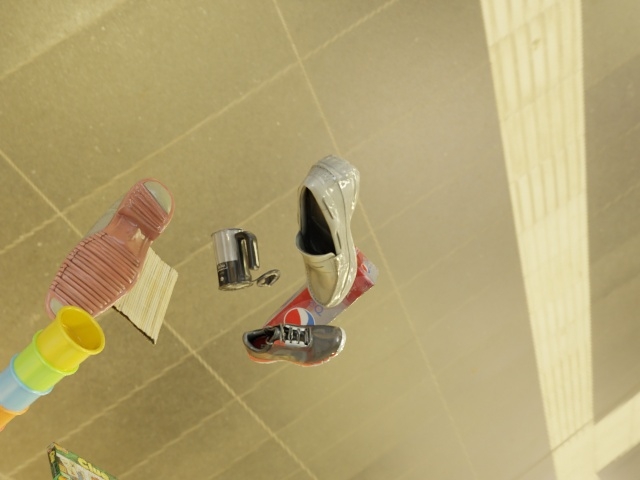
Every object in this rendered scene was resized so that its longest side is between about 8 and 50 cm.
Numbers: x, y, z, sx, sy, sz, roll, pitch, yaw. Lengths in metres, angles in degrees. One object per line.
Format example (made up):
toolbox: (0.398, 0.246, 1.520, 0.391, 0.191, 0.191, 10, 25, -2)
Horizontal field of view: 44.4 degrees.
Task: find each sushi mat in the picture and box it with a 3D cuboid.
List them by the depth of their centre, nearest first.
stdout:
sushi mat: (-0.421, 0.112, 1.889, 0.019, 0.316, 0.151, -37, 112, 18)

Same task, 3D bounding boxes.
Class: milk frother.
milk frother: (-0.176, 0.045, 1.863, 0.129, 0.134, 0.143, -15, 165, 23)

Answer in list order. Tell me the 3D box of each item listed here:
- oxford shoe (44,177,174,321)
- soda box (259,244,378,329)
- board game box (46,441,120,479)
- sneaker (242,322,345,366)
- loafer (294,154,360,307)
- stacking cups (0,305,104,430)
oxford shoe: (-0.451, 0.037, 1.650, 0.147, 0.397, 0.140, -23, 115, 44)
soda box: (-0.004, 0.126, 1.609, 0.263, 0.092, 0.083, -43, -177, 20)
board game box: (-0.558, 0.599, 1.934, 0.030, 0.136, 0.260, -49, 123, -4)
sneaker: (-0.043, 0.149, 1.150, 0.158, 0.061, 0.065, -10, 148, 15)
loafer: (0.000, 0.000, 1.367, 0.111, 0.112, 0.319, -35, 140, -36)
stacking cups: (-0.502, 0.232, 1.302, 0.316, 0.096, 0.096, -37, 144, 16)
